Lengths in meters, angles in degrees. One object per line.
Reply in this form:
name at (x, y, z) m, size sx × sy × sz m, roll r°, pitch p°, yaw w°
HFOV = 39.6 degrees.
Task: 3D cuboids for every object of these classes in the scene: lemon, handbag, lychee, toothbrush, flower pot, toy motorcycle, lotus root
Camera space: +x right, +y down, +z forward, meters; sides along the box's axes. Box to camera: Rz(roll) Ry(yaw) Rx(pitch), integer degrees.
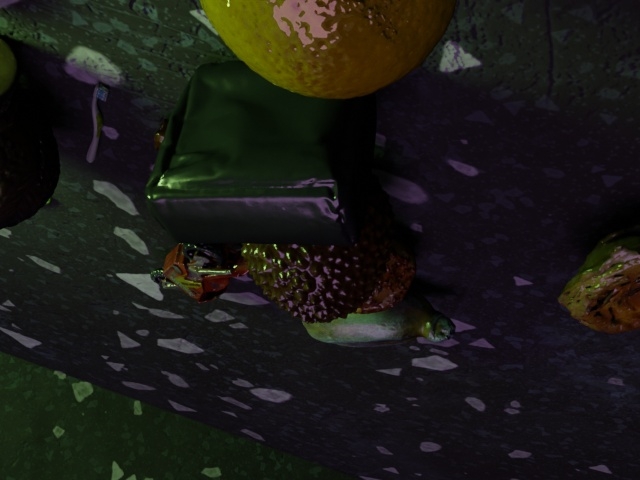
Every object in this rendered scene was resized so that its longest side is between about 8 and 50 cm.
lemon at (0.007, -0.284, 0.910) m, size 0.293 × 0.293 × 0.293 m, roll 13°, pitch 153°, yaw 7°
handbag at (-0.066, -0.122, 1.263) m, size 0.302 × 0.275 × 0.178 m, roll 0°, pitch 142°, yaw 21°
lychee at (0.000, 0.000, 1.433) m, size 0.267 × 0.267 × 0.267 m, roll 13°, pitch 153°, yaw 7°
toothbrush at (-0.398, -0.203, 1.567) m, size 0.026 × 0.022 × 0.263 m, roll 32°, pitch 152°, yaw -5°
flower pot at (-0.575, -0.189, 1.462) m, size 0.267 × 0.266 × 0.267 m, roll 16°, pitch 143°, yaw 1°
toy motorcycle at (-0.257, 0.060, 1.918) m, size 0.171 × 0.089 × 0.298 m, roll 25°, pitch 152°, yaw -20°
lotus root at (0.118, 0.146, 1.820) m, size 0.322 × 0.140 × 0.158 m, roll -2°, pitch 166°, yaw 22°

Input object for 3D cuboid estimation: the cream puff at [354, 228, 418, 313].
cream puff at (0.062, 0.050, 1.647) m, size 0.240 × 0.164 × 0.240 m, roll 10°, pitch 148°, yaw 6°

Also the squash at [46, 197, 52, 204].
squash at (-0.617, -0.085, 1.917) m, size 0.089 × 0.027 × 0.027 m, roll -2°, pitch 148°, yaw 30°

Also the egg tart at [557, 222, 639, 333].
egg tart at (0.524, 0.044, 1.419) m, size 0.297 × 0.132 × 0.297 m, roll 0°, pitch 151°, yaw 0°

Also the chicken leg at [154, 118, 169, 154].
chicken leg at (-0.163, -0.112, 1.553) m, size 0.113 × 0.093 × 0.304 m, roll -29°, pitch 123°, yaw 33°
